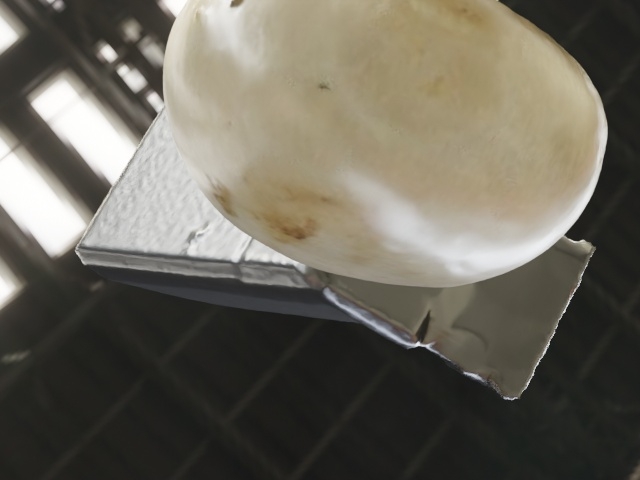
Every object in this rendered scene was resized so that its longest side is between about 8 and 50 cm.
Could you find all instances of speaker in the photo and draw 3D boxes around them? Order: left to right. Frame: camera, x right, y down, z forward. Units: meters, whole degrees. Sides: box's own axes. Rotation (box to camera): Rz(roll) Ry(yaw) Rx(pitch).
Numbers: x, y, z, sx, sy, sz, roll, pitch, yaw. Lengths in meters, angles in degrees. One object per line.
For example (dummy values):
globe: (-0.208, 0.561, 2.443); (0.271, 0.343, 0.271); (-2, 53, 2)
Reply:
speaker: (0.000, 0.000, 1.580); (0.184, 0.388, 0.180); (42, -111, -33)

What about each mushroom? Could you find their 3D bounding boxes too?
mushroom: (0.040, -0.088, 0.918); (0.207, 0.207, 0.215); (30, -106, -26)
